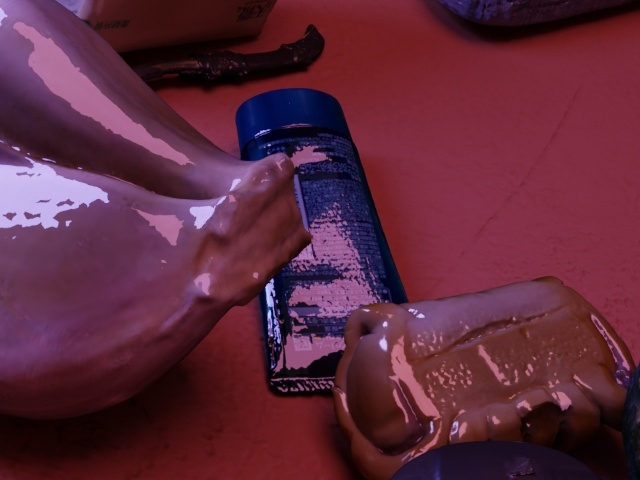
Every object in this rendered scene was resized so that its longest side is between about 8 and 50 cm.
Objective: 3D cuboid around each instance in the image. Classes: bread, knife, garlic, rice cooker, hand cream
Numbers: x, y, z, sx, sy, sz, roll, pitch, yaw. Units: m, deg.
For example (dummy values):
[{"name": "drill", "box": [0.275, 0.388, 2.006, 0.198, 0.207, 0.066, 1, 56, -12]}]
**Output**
[{"name": "bread", "box": [0.111, 0.099, 1.333, 0.225, 0.081, 0.134, -10, 60, -26]}, {"name": "knife", "box": [-0.075, -0.142, 1.588, 0.222, 0.021, 0.045, -18, 52, -39]}, {"name": "garlic", "box": [-0.206, -0.037, 1.262, 0.340, 0.246, 0.231, 47, 55, 4]}, {"name": "rice cooker", "box": [0.110, 0.190, 1.218, 0.165, 0.106, 0.112, 7, 41, -18]}, {"name": "hand cream", "box": [0.000, 0.000, 1.435, 0.120, 0.061, 0.270, 0, 48, -17]}]

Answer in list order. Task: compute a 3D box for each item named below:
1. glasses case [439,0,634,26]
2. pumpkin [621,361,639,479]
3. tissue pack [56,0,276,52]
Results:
[{"name": "glasses case", "box": [0.219, -0.251, 1.780, 0.282, 0.067, 0.109, -14, 47, -33]}, {"name": "pumpkin", "box": [0.312, 0.144, 1.213, 0.197, 0.293, 0.263, -42, 105, -23]}, {"name": "tissue pack", "box": [-0.111, -0.240, 1.540, 0.222, 0.186, 0.090, -11, 48, -44]}]
